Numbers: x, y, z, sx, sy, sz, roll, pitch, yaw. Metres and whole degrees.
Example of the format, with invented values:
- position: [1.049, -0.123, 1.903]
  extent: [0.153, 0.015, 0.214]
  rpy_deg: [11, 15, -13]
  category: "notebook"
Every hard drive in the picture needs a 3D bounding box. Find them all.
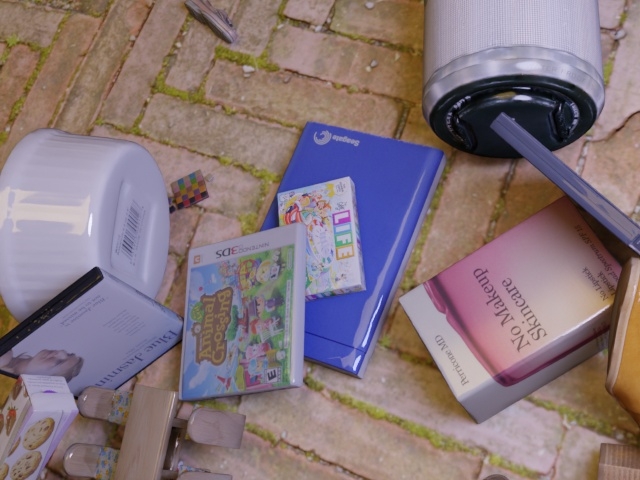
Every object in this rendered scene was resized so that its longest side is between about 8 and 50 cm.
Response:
- position: [0.017, 0.003, 1.254]
  extent: [0.210, 0.040, 0.319]
  rpy_deg: [15, 74, 26]
  category: "hard drive"

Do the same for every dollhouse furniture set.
- position: [-0.241, 0.294, 1.127]
  extent: [0.212, 0.161, 0.242]
  rpy_deg: [3, 76, 39]
  category: "dollhouse furniture set"

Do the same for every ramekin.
- position: [-0.307, -0.011, 1.257]
  extent: [0.135, 0.277, 0.277]
  rpy_deg: [3, 69, 13]
  category: "ramekin"

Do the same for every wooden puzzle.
- position: [-0.194, -0.074, 1.386]
  extent: [0.083, 0.006, 0.049]
  rpy_deg: [-24, 62, 10]
  category: "wooden puzzle"

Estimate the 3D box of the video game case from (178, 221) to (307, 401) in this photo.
- position: [-0.102, 0.095, 1.211]
  extent: [0.193, 0.023, 0.212]
  rpy_deg: [-13, 65, 34]
  category: "video game case"

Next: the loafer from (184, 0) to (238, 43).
- position: [-0.167, -0.357, 1.479]
  extent: [0.039, 0.045, 0.125]
  rpy_deg: [-43, 57, -9]
  category: "loafer"

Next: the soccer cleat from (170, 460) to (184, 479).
- position: [-0.178, 0.325, 1.198]
  extent: [0.035, 0.029, 0.083]
  rpy_deg: [4, 70, 10]
  category: "soccer cleat"

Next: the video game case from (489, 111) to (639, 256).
- position: [0.305, -0.038, 1.031]
  extent: [0.026, 0.274, 0.196]
  rpy_deg: [-49, 60, 11]
  category: "video game case"

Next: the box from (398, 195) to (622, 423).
- position: [0.233, 0.083, 1.089]
  extent: [0.232, 0.127, 0.149]
  rpy_deg: [-32, 61, 4]
  category: "box"

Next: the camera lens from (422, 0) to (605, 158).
- position: [0.239, -0.257, 1.180]
  extent: [0.219, 0.219, 0.274]
  rpy_deg: [-5, 66, 19]
  category: "camera lens"

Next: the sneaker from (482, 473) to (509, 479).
- position: [0.190, 0.327, 1.056]
  extent: [0.042, 0.067, 0.118]
  rpy_deg: [6, 40, 25]
  category: "sneaker"

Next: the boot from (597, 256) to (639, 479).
- position: [0.398, 0.160, 0.948]
  extent: [0.211, 0.104, 0.295]
  rpy_deg: [4, 112, 17]
  category: "boot"

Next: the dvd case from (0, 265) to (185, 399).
- position: [-0.287, 0.130, 1.191]
  extent: [0.180, 0.253, 0.022]
  rpy_deg: [-37, 63, 3]
  category: "dvd case"

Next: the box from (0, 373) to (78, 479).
- position: [-0.411, 0.305, 1.191]
  extent: [0.324, 0.067, 0.063]
  rpy_deg: [-55, 48, 21]
  category: "box"

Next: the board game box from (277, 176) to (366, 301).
- position: [0.000, 0.000, 1.221]
  extent: [0.103, 0.026, 0.154]
  rpy_deg: [-13, 64, 15]
  category: "board game box"
